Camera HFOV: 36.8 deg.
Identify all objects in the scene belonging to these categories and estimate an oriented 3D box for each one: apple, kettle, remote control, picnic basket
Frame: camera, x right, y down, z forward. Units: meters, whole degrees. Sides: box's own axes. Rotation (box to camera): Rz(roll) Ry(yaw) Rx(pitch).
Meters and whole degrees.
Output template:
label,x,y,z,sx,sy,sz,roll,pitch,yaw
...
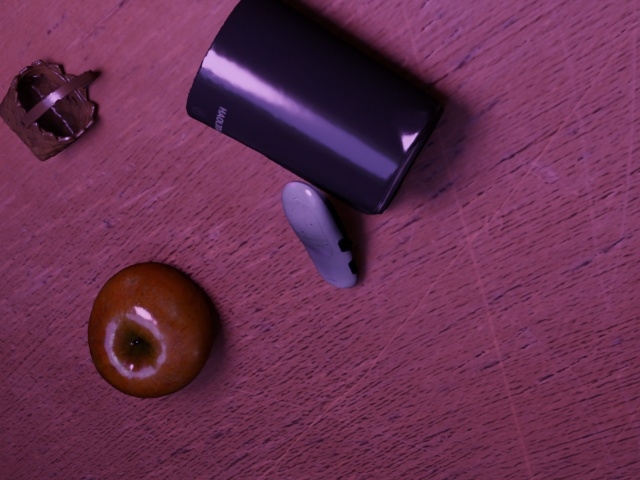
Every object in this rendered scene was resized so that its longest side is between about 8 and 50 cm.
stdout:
label,x,y,z,sx,sy,sz,roll,pitch,yaw
apple,-0.295,0.155,1.680,0.236,0.207,0.237,3,107,8
kettle,-0.015,-0.161,1.343,0.308,0.203,0.262,31,125,2
remote control,0.001,-0.001,1.468,0.097,0.045,0.256,18,153,31
picnic basket,-0.427,-0.223,1.543,0.138,0.128,0.178,50,144,-12
